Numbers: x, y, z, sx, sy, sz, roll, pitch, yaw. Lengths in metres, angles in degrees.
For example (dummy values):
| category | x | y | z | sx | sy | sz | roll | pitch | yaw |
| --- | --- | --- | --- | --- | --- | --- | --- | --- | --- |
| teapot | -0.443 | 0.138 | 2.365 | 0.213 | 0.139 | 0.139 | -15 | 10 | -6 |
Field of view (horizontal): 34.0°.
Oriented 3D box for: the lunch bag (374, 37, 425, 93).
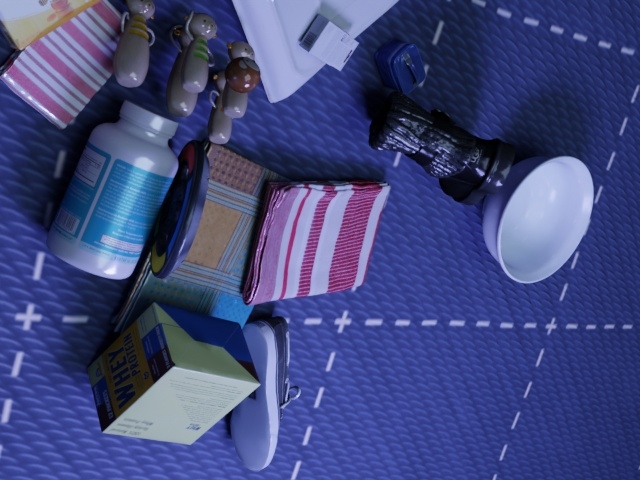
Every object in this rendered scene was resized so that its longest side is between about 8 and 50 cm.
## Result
| category | x | y | z | sx | sy | sz | roll | pitch | yaw |
| --- | --- | --- | --- | --- | --- | --- | --- | --- | --- |
| lunch bag | 0.154 | -0.324 | 1.967 | 0.067 | 0.065 | 0.098 | -42 | 131 | -16 |

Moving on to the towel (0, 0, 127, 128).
| category | x | y | z | sx | sy | sz | roll | pitch | yaw |
| --- | --- | --- | --- | --- | --- | --- | --- | --- | --- |
| towel | -0.377 | -0.280 | 1.576 | 0.197 | 0.029 | 0.144 | -51 | 136 | -7 |

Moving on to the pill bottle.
| category | x | y | z | sx | sy | sz | roll | pitch | yaw |
| --- | --- | --- | --- | --- | --- | --- | --- | --- | --- |
| pill bottle | -0.316 | -0.083 | 1.641 | 0.146 | 0.146 | 0.264 | 19 | 99 | -44 |

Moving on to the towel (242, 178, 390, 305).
| category | x | y | z | sx | sy | sz | roll | pitch | yaw |
| --- | --- | --- | --- | --- | --- | --- | --- | --- | --- |
| towel | 0.000 | 0.000 | 1.994 | 0.329 | 0.037 | 0.237 | -6 | 116 | -47 |

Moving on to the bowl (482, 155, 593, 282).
| category | x | y | z | sx | sy | sz | roll | pitch | yaw |
| --- | --- | --- | --- | --- | --- | --- | --- | --- | --- |
| bowl | 0.452 | -0.065 | 2.300 | 0.297 | 0.134 | 0.298 | -19 | 122 | -33 |

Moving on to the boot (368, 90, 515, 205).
| category | x | y | z | sx | sy | sz | roll | pitch | yaw |
| --- | --- | --- | --- | --- | --- | --- | --- | --- | --- |
| boot | 0.215 | -0.180 | 2.032 | 0.260 | 0.348 | 0.131 | 20 | 84 | -3 |

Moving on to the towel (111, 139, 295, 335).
| category | x | y | z | sx | sy | sz | roll | pitch | yaw |
| --- | --- | --- | --- | --- | --- | --- | --- | --- | --- |
| towel | -0.191 | 0.028 | 1.880 | 0.271 | 0.040 | 0.370 | 24 | 93 | -45 |

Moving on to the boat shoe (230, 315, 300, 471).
| category | x | y | z | sx | sy | sz | roll | pitch | yaw |
| --- | --- | --- | --- | --- | --- | --- | --- | --- | --- |
| boat shoe | -0.106 | 0.296 | 2.039 | 0.105 | 0.113 | 0.306 | -14 | 107 | -49 |

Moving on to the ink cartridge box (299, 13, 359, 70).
| category | x | y | z | sx | sy | sz | roll | pitch | yaw |
| --- | --- | --- | --- | --- | --- | --- | --- | --- | --- |
| ink cartridge box | 0.016 | -0.333 | 1.767 | 0.063 | 0.029 | 0.115 | -55 | 153 | 10 |

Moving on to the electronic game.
| category | x | y | z | sx | sy | sz | roll | pitch | yaw |
| --- | --- | --- | --- | --- | --- | --- | --- | --- | --- |
| electronic game | -0.230 | -0.050 | 1.675 | 0.048 | 0.229 | 0.229 | 16 | 102 | -18 |

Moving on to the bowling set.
| category | x | y | z | sx | sy | sz | roll | pitch | yaw |
| --- | --- | --- | --- | --- | --- | --- | --- | --- | --- |
| bowling set | -0.161 | -0.278 | 1.626 | 0.287 | 0.199 | 0.154 | 32 | 58 | -52 |

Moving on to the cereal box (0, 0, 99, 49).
| category | x | y | z | sx | sy | sz | roll | pitch | yaw |
| --- | --- | --- | --- | --- | --- | --- | --- | --- | --- |
| cereal box | -0.413 | -0.410 | 1.441 | 0.173 | 0.047 | 0.240 | -39 | 122 | -19 |

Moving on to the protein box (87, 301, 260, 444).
| category | x | y | z | sx | sy | sz | roll | pitch | yaw |
| --- | --- | --- | --- | --- | --- | --- | --- | --- | --- |
| protein box | -0.255 | 0.234 | 1.807 | 0.199 | 0.136 | 0.201 | 19 | 127 | -44 |

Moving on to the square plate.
| category | x | y | z | sx | sy | sz | roll | pitch | yaw |
| --- | --- | --- | --- | --- | --- | --- | --- | --- | --- |
| square plate | 0.016 | -0.427 | 1.736 | 0.347 | 0.049 | 0.344 | -43 | 152 | -13 |
